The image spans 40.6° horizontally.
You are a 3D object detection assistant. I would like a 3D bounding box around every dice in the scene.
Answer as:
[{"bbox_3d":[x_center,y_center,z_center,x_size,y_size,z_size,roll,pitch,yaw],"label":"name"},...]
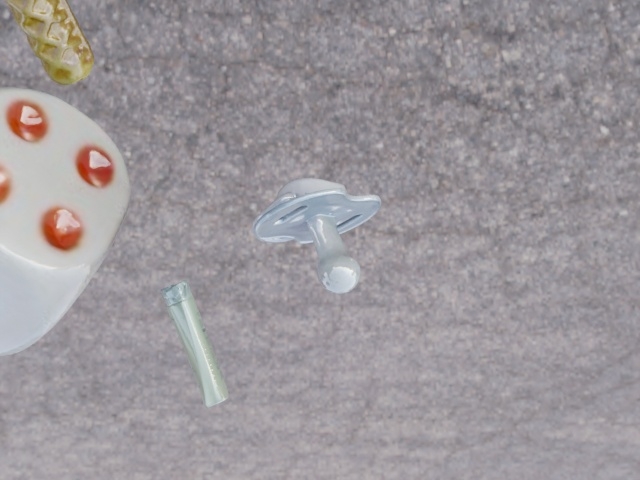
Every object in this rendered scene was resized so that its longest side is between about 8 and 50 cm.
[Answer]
[{"bbox_3d":[-0.477,-0.026,1.273,0.277,0.304,0.304,36,132,-21],"label":"dice"}]

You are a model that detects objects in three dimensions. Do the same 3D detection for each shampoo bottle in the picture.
[{"bbox_3d":[-0.210,0.172,1.450,0.049,0.212,0.072,-20,178,-4],"label":"shampoo bottle"}]

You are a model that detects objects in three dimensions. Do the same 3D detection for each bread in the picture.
[{"bbox_3d":[-0.390,-0.353,1.116,0.077,0.084,0.368,-28,137,-9],"label":"bread"}]

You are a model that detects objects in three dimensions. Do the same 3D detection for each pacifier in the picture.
[{"bbox_3d":[0.000,0.000,1.649,0.238,0.226,0.287,-31,158,26],"label":"pacifier"}]
